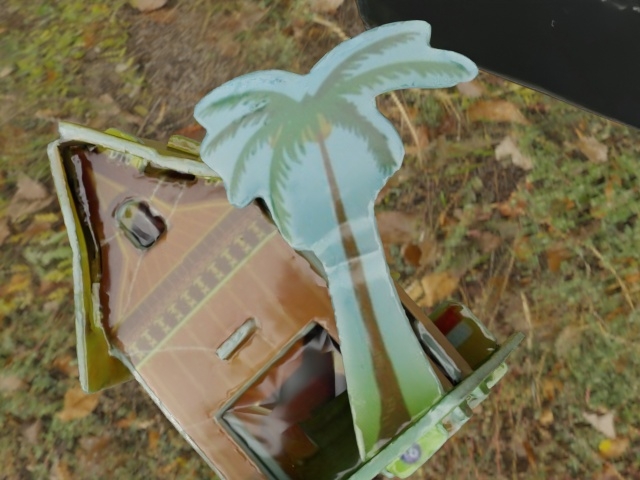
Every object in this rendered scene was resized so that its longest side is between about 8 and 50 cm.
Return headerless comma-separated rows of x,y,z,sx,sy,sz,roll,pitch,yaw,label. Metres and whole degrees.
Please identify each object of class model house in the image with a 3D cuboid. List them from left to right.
0.000,0.000,0.755,0.340,0.300,0.323,-45,80,15,model house

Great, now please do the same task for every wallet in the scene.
0.148,-0.175,0.774,0.285,0.030,0.146,24,141,25,wallet
